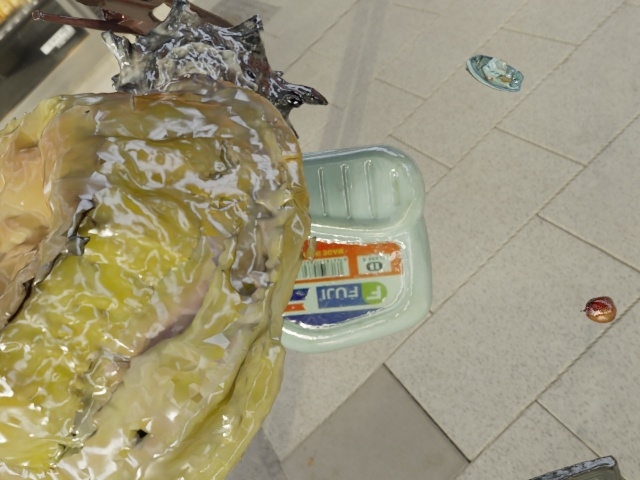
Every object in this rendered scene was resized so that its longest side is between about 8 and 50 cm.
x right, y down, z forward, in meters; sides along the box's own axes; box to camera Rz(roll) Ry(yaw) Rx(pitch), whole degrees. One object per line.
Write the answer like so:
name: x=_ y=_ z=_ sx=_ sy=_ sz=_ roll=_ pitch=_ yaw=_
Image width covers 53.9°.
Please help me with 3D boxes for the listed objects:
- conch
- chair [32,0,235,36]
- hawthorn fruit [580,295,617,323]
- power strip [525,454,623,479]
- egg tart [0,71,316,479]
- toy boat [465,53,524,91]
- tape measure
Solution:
conch: x=-0.148 y=-0.206 z=0.880 sx=0.186 sy=0.313 sz=0.240 roll=-46 pitch=47 yaw=37
chair: x=-0.287 y=-0.412 z=1.026 sx=0.176 sy=0.327 sz=0.183 roll=-6 pitch=86 yaw=35
hawthorn fruit: x=0.711 y=0.175 z=1.595 sx=0.077 sy=0.077 sz=0.077 roll=-25 pitch=41 yaw=24
power strip: x=0.351 y=0.465 z=0.951 sx=0.257 sy=0.251 sz=0.092 roll=-20 pitch=22 yaw=6
egg tart: x=-0.166 y=0.022 z=0.409 sx=0.352 sy=0.150 sz=0.351 roll=-17 pitch=57 yaw=28
toy boat: x=0.361 y=-0.347 z=1.291 sx=0.066 sy=0.140 sz=0.059 roll=166 pitch=119 yaw=-69
tape measure: x=0.000 y=-0.001 z=0.714 sx=0.243 sy=0.246 sz=0.125 roll=-5 pitch=10 yaw=8
